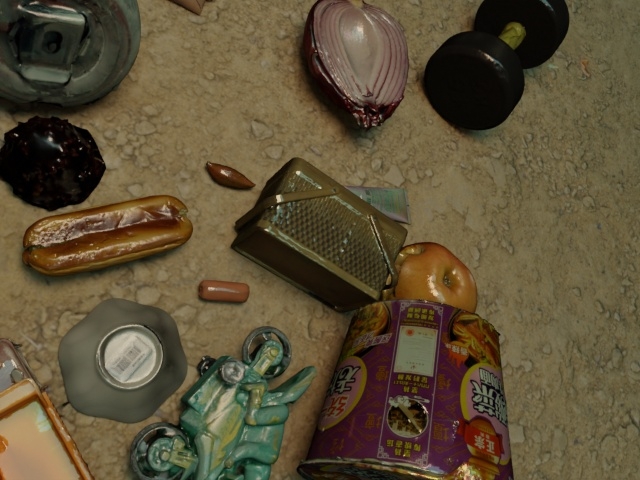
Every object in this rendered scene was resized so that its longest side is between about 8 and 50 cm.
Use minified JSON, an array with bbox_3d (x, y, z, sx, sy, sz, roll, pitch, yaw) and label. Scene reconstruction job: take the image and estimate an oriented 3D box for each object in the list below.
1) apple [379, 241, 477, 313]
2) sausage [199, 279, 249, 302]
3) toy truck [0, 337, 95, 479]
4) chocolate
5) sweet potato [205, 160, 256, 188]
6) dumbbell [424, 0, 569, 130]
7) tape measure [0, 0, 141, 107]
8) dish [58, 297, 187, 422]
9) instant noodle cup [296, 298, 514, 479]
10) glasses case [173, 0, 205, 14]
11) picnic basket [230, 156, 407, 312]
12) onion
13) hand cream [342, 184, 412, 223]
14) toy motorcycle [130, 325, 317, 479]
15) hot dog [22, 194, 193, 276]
[{"bbox_3d":[0.189,0.092,1.035,0.199,0.199,0.199,7,73,-24],"label":"apple"},{"bbox_3d":[-0.158,0.084,0.950,0.083,0.034,0.034,8,73,-23],"label":"sausage"},{"bbox_3d":[-0.380,0.259,0.735,0.114,0.135,0.270,-29,90,-29],"label":"toy truck"},{"bbox_3d":[-0.389,-0.128,0.841,0.156,0.133,0.156,6,76,-26],"label":"chocolate"},{"bbox_3d":[-0.157,-0.110,1.005,0.095,0.034,0.034,23,67,-18],"label":"sweet potato"},{"bbox_3d":[0.386,-0.411,1.258,0.204,0.204,0.322,45,62,-9],"label":"dumbbell"},{"bbox_3d":[-0.389,-0.305,0.818,0.257,0.275,0.147,-5,52,-32],"label":"tape measure"},{"bbox_3d":[-0.282,0.173,0.847,0.191,0.066,0.190,7,73,-24],"label":"dish"},{"bbox_3d":[0.153,0.261,0.903,0.340,0.340,0.265,24,59,-18],"label":"instant noodle cup"},{"bbox_3d":[-0.214,-0.516,1.068,0.103,0.070,0.193,22,68,-21],"label":"glasses case"},{"bbox_3d":[0.000,0.000,0.976,0.267,0.165,0.139,32,66,-14],"label":"picnic basket"},{"bbox_3d":[0.061,-0.325,1.120,0.227,0.120,0.283,6,70,-27],"label":"onion"},{"bbox_3d":[0.109,-0.074,1.124,0.174,0.047,0.076,3,74,-34],"label":"hand cream"},{"bbox_3d":[-0.124,0.273,0.875,0.198,0.109,0.296,48,62,-11],"label":"toy motorcycle"},{"bbox_3d":[-0.318,-0.007,0.878,0.250,0.068,0.100,-14,70,-31],"label":"hot dog"}]
